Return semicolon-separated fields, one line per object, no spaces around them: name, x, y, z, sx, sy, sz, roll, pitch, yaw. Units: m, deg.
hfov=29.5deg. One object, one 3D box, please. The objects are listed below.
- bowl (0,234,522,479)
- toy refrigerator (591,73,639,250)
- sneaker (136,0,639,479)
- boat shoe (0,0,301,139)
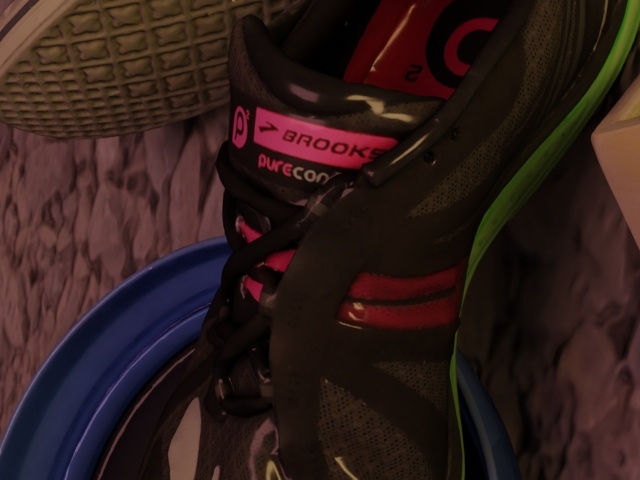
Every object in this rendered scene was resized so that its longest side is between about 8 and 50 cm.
bowl;-0.052;0.191;0.735;0.391;0.077;0.391;-13;66;31
toy refrigerator;0.253;-0.061;0.479;0.269;0.102;0.094;-12;114;44
sneaker;0.000;0.000;0.592;0.185;0.202;0.483;13;76;35
boat shoe;-0.042;-0.236;0.762;0.500;0.186;0.156;-39;55;30
